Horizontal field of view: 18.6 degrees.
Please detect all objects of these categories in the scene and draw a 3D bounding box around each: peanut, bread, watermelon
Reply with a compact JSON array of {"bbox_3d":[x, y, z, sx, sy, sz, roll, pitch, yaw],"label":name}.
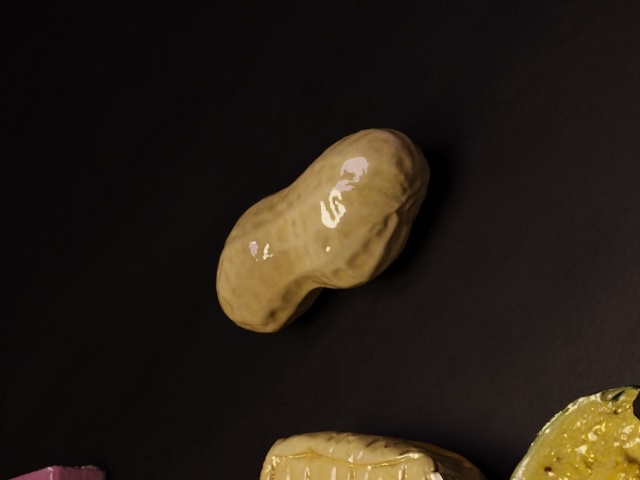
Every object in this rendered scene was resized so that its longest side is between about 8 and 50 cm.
[{"bbox_3d":[0.000,0.000,1.806,0.274,0.111,0.125,-39,68,39],"label":"peanut"},{"bbox_3d":[0.047,0.237,1.681,0.236,0.106,0.140,1,79,48],"label":"bread"},{"bbox_3d":[0.235,0.226,1.456,0.232,0.127,0.204,-59,44,16],"label":"watermelon"}]

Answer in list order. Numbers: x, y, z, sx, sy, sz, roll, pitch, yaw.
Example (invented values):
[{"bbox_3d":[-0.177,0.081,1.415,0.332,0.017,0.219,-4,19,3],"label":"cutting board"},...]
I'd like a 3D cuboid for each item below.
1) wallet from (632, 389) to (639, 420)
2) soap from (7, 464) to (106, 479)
[{"bbox_3d":[0.318,0.182,1.294,0.044,0.250,0.149,-51,18,-8],"label":"wallet"},{"bbox_3d":[-0.303,0.377,2.052,0.181,0.081,0.259,-21,64,43],"label":"soap"}]
